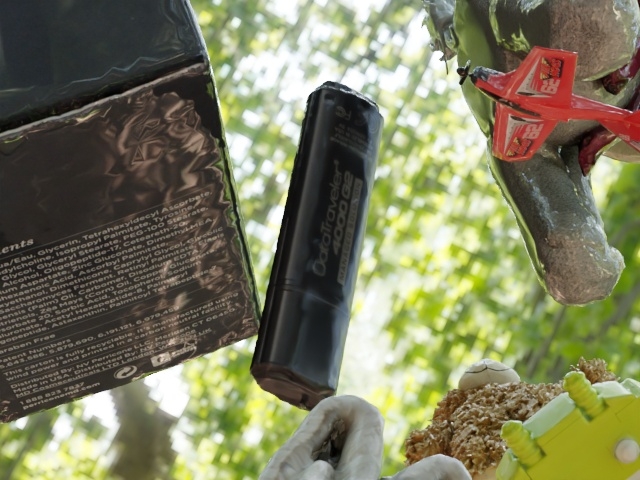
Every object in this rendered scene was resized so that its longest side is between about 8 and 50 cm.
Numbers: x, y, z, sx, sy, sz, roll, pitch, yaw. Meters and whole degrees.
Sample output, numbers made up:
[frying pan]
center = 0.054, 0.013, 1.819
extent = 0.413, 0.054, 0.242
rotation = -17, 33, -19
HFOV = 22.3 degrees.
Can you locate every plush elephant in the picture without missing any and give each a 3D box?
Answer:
[plush elephant]
center = 0.246, -0.144, 1.272
extent = 0.330, 0.255, 0.272
rotation = -120, -159, -57

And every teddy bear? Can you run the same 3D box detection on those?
[teddy bear]
center = 0.202, 0.195, 1.758
extent = 0.113, 0.245, 0.338
rotation = 61, 16, -3

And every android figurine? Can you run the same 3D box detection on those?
[android figurine]
center = 0.247, 0.226, 1.297
extent = 0.273, 0.248, 0.056
rotation = 55, -2, -16

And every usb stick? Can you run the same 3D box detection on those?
[usb stick]
center = 0.000, 0.000, 1.299
extent = 0.077, 0.278, 0.045
rotation = 27, -31, -27

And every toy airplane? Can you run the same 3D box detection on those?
[toy airplane]
center = 0.154, -0.080, 0.986
extent = 0.151, 0.028, 0.151
rotation = 19, -22, 8

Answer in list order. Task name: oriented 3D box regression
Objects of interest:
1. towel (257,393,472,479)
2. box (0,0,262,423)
[towel]
center = -0.053, 0.175, 0.345
extent = 0.049, 0.187, 0.282
rotation = 30, -47, 9
[box]
center = -0.271, -0.167, 1.441
extent = 0.297, 0.480, 0.472
rotation = -19, -27, -5
